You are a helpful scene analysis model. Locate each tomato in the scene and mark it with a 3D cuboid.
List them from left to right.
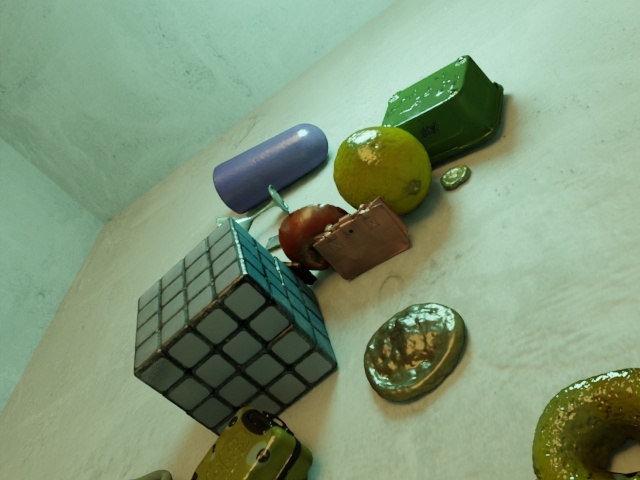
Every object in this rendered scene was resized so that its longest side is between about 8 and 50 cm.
[{"bbox_3d":[-0.002,0.002,1.613,0.224,0.225,0.085,-31,39,24],"label":"tomato"}]

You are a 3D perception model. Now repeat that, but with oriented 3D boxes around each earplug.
[{"bbox_3d":[-0.172,-0.285,2.253,0.455,0.215,0.215,-25,32,25],"label":"earplug"}]

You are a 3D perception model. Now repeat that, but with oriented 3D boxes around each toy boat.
[{"bbox_3d":[-0.139,0.002,1.995,0.115,0.016,0.063,-21,35,37],"label":"toy boat"}]

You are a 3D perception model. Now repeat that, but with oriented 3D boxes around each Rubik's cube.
[{"bbox_3d":[-0.209,0.212,1.448,0.343,0.337,0.344,-41,29,7],"label":"Rubik's cube"}]

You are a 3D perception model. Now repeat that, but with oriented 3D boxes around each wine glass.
[{"bbox_3d":[-0.234,-0.083,2.114,0.232,0.156,0.156,-34,28,8],"label":"wine glass"}]

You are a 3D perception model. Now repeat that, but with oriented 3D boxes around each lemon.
[{"bbox_3d":[0.163,-0.180,1.587,0.267,0.267,0.267,-33,29,21],"label":"lemon"}]

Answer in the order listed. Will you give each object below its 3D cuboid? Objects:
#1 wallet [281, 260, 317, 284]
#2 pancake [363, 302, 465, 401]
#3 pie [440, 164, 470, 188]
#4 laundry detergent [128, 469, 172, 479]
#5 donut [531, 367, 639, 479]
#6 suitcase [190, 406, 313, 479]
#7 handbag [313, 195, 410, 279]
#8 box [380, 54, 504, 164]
[{"bbox_3d":[-0.132,0.088,1.679,0.232,0.122,0.031,3,62,27],"label":"wallet"},{"bbox_3d":[0.180,0.219,1.220,0.241,0.050,0.242,-34,29,21],"label":"pancake"},{"bbox_3d":[0.352,-0.167,1.564,0.084,0.020,0.084,-30,31,21],"label":"pie"},{"bbox_3d":[-0.427,0.640,1.392,0.280,0.105,0.215,-28,29,32],"label":"laundry detergent"},{"bbox_3d":[0.398,0.280,0.783,0.272,0.107,0.272,-35,27,21],"label":"donut"},{"bbox_3d":[-0.135,0.467,1.198,0.235,0.143,0.193,-53,28,-16],"label":"suitcase"},{"bbox_3d":[0.104,-0.003,1.516,0.212,0.157,0.059,-31,29,22],"label":"handbag"},{"bbox_3d":[0.331,-0.357,1.687,0.328,0.178,0.253,-21,34,37],"label":"box"}]
